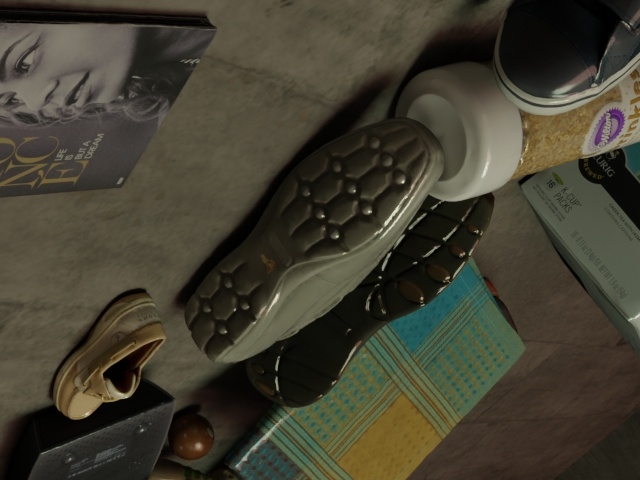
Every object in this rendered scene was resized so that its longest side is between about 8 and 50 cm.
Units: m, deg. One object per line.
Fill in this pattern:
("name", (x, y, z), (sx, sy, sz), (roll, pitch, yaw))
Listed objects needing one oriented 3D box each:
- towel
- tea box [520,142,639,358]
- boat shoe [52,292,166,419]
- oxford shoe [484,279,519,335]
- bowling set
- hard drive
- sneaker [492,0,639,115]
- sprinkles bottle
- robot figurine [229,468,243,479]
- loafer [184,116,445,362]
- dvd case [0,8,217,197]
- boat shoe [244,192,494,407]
("towel", (0.073, 0.185, 1.478), (0.370, 0.040, 0.271), (-45, 135, -11))
("tea box", (0.462, -0.040, 1.553), (0.323, 0.220, 0.329), (-39, 156, 6))
("boat shoe", (-0.198, 0.123, 1.174), (0.063, 0.059, 0.170), (-9, 145, -46))
("oxford shoe", (0.147, 0.130, 1.598), (0.271, 0.098, 0.097), (-20, 152, -33))
("bowling set", (-0.125, 0.314, 1.449), (0.154, 0.287, 0.200), (18, 100, -27))
("hard drive", (-0.255, 0.244, 1.329), (0.172, 0.054, 0.255), (-19, 151, -33))
("sneaker", (0.266, -0.245, 1.036), (0.321, 0.126, 0.127), (-44, 162, -8))
("sprinkles bottle", (0.237, -0.134, 1.204), (0.355, 0.121, 0.121), (-18, 151, -36))
("robot figurine", (-0.067, 0.393, 1.675), (0.353, 0.200, 0.300), (-47, -177, 22))
("loafer", (0.000, 0.000, 1.164), (0.319, 0.112, 0.111), (-40, 162, 29))
("dvd case", (-0.189, -0.088, 0.847), (0.221, 0.018, 0.164), (-8, 144, -47))
("boat shoe", (0.044, 0.034, 1.291), (0.324, 0.122, 0.120), (-43, -174, 22))
